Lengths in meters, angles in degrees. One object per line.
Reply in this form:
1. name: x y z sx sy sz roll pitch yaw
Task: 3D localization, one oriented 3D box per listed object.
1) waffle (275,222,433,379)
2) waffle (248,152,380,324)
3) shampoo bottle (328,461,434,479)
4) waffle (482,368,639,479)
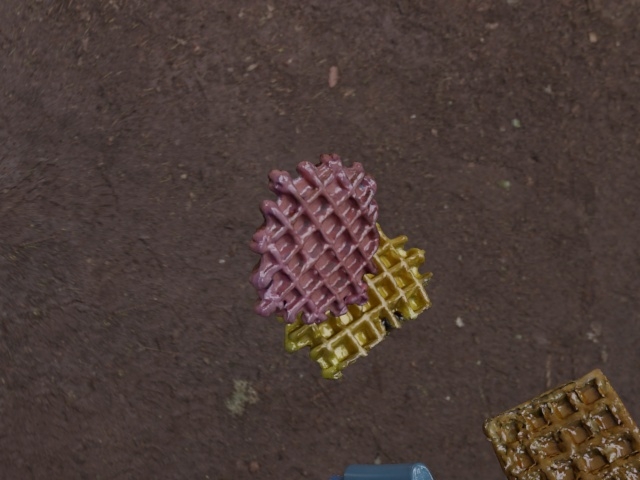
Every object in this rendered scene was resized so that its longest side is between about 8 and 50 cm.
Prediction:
1. waffle: 0.061 0.082 1.216 0.283 0.065 0.309 17 61 -16
2. waffle: 0.000 0.000 1.001 0.221 0.055 0.234 1 100 -40
3. shampoo bottle: 0.112 0.487 1.469 0.061 0.258 0.103 -24 93 -44
4. waffle: 0.398 0.366 1.104 0.213 0.308 0.091 -29 140 9
